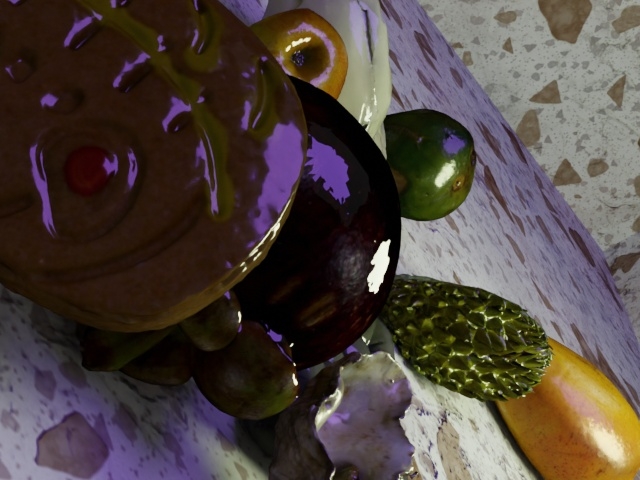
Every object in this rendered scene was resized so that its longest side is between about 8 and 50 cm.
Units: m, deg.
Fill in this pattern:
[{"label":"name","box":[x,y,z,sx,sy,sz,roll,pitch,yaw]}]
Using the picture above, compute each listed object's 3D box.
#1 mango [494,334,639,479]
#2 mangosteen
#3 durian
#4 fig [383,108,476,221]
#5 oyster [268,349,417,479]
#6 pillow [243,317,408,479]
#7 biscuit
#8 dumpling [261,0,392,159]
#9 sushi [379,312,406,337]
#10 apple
[{"label":"mango","box":[0.402,0.279,2.186,0.350,0.201,0.199,49,-8,-3]},{"label":"mangosteen","box":[-0.088,0.006,1.190,0.307,0.307,0.347,52,47,-19]},{"label":"durian","box":[0.228,0.150,1.995,0.394,0.163,0.198,16,2,-40]},{"label":"fig","box":[0.145,-0.147,2.201,0.245,0.195,0.195,39,11,20]},{"label":"oyster","box":[0.006,0.235,1.227,0.166,0.110,0.341,48,43,-39]},{"label":"pillow","box":[0.007,0.160,1.469,0.228,0.101,0.326,45,20,-28]},{"label":"biscuit","box":[-0.208,-0.098,1.013,0.394,0.070,0.350,32,63,4]},{"label":"dumpling","box":[0.035,-0.273,2.030,0.315,0.233,0.395,-5,74,-62]},{"label":"sushi","box":[0.000,0.000,1.596,0.192,0.043,0.279,44,-4,-35]},{"label":"apple","box":[-0.052,-0.227,1.791,0.195,0.173,0.160,-18,96,-28]}]
